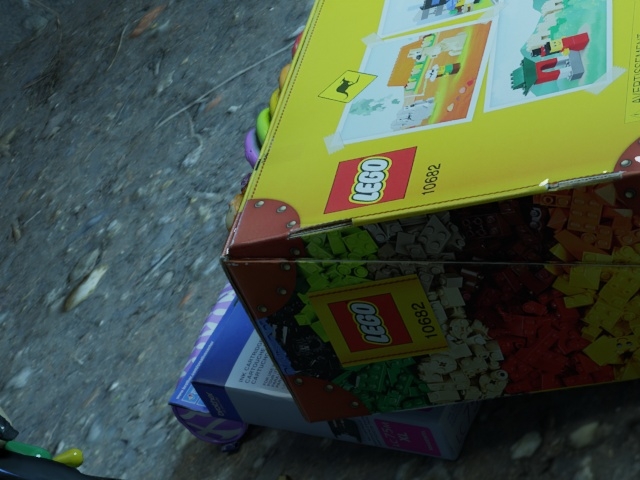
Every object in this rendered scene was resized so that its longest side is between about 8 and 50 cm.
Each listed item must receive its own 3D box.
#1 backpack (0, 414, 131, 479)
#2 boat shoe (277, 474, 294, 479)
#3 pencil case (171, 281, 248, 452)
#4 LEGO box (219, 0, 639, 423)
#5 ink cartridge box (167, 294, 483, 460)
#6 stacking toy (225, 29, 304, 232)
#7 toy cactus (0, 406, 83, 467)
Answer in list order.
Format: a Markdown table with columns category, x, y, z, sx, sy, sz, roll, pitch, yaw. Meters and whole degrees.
| category | x | y | z | sx | sy | sz | roll | pitch | yaw |
| --- | --- | --- | --- | --- | --- | --- | --- | --- | --- |
| backpack | -0.305 | 0.277 | 1.497 | 0.263 | 0.276 | 0.213 | 11 | 73 | 52 |
| boat shoe | -0.012 | 0.237 | 1.358 | 0.048 | 0.056 | 0.153 | -54 | 19 | -12 |
| pencil case | -0.084 | 0.113 | 1.623 | 0.088 | 0.086 | 0.206 | -24 | 31 | 34 |
| LEGO box | 0.168 | -0.106 | 1.357 | 0.372 | 0.193 | 0.500 | -10 | 37 | 23 |
| ink cartridge box | 0.015 | 0.088 | 1.430 | 0.311 | 0.065 | 0.186 | 4 | 49 | 34 |
| stacking toy | -0.023 | -0.115 | 1.862 | 0.302 | 0.165 | 0.175 | -48 | 24 | 27 |
| toy cactus | -0.331 | 0.236 | 1.706 | 0.112 | 0.181 | 0.219 | -34 | 22 | -33 |
